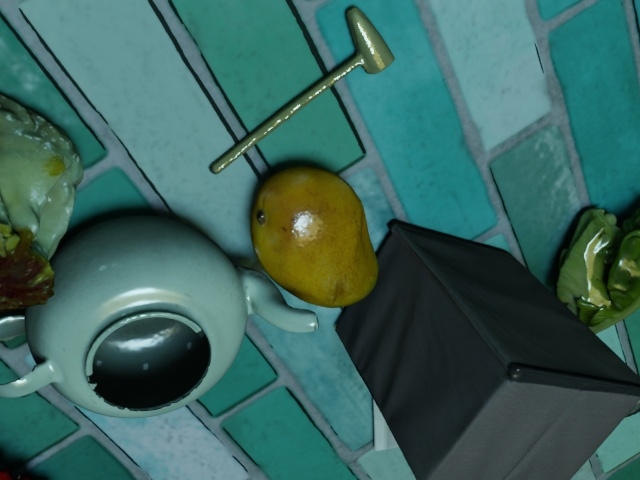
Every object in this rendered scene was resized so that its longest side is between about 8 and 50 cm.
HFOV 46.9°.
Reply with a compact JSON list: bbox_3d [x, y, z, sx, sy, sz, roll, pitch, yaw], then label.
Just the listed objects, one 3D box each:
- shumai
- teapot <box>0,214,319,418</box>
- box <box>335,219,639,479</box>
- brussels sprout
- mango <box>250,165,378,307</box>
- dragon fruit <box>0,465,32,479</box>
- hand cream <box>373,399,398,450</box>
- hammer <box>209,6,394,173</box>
[{"bbox_3d":[-0.275,-0.020,0.549,0.184,0.142,0.184,-13,126,-18],"label":"shumai"},{"bbox_3d":[-0.160,0.075,0.659,0.295,0.129,0.193,-13,123,-14],"label":"teapot"},{"bbox_3d":[0.153,0.115,0.735,0.188,0.252,0.153,14,114,-30],"label":"box"},{"bbox_3d":[0.347,0.036,0.870,0.139,0.101,0.180,-3,112,-43],"label":"brussels sprout"},{"bbox_3d":[-0.006,0.002,0.708,0.115,0.089,0.165,-29,130,-15],"label":"mango"},{"bbox_3d":[-0.372,0.333,0.687,0.282,0.100,0.343,-37,139,-7],"label":"dragon fruit"},{"bbox_3d":[0.184,0.192,0.912,0.248,0.083,0.133,-10,121,-5],"label":"hand cream"},{"bbox_3d":[-0.027,-0.127,0.657,0.195,0.028,0.060,-37,121,4],"label":"hammer"}]
